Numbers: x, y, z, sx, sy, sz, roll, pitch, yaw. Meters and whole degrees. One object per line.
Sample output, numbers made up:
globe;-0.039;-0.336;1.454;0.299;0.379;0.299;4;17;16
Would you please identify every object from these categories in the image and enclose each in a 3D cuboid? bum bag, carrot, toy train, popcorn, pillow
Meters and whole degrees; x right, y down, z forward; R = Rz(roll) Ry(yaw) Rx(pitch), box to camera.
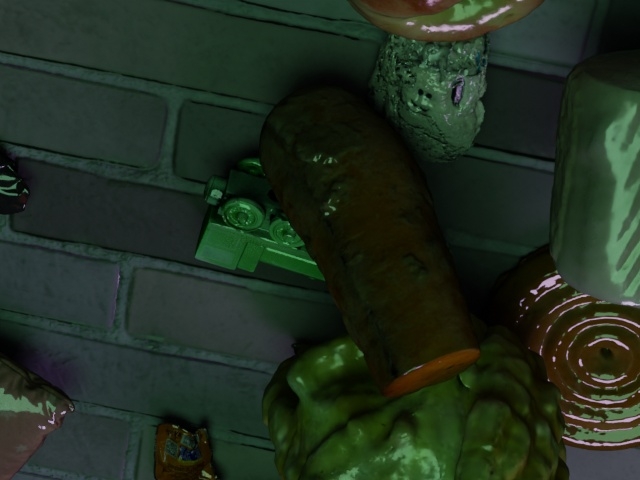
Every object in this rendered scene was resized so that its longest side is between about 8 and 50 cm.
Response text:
bum bag;-0.336;-0.077;1.704;0.058;0.034;0.124;-26;114;35
carrot;0.047;-0.008;1.550;0.139;0.139;0.301;-37;67;24
toy train;0.000;0.000;1.684;0.251;0.085;0.119;18;138;-8
popcorn;0.097;0.195;1.646;0.274;0.335;0.279;23;131;-38
pillow;-0.403;0.179;1.833;0.236;0.084;0.223;37;119;-10

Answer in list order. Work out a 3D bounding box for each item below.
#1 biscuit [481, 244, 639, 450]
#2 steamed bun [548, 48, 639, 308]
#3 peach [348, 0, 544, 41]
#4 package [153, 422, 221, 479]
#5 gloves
biscuit;0.288;0.111;1.737;0.262;0.037;0.262;3;121;5
steamed bun;0.390;-0.057;1.517;0.384;0.236;0.247;5;111;-3
peach;0.093;-0.298;1.429;0.232;0.256;0.232;-13;161;-5
package;-0.146;0.242;1.868;0.077;0.033;0.110;-3;125;-3
gloves;0.099;-0.140;1.590;0.114;0.070;0.153;11;134;5
